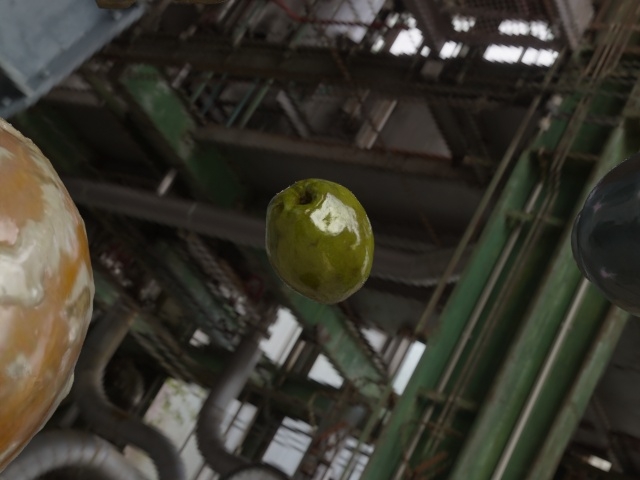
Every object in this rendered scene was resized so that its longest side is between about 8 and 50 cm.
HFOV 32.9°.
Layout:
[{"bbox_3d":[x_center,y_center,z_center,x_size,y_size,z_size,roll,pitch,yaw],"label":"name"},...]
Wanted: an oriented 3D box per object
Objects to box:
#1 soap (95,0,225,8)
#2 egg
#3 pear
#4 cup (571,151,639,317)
[{"bbox_3d":[-0.054,-0.323,1.173,0.338,0.169,0.304,23,-40,-21],"label":"soap"},{"bbox_3d":[-0.214,0.038,0.541,0.194,0.233,0.195,7,-25,3],"label":"egg"},{"bbox_3d":[0.000,0.000,1.055,0.107,0.107,0.131,10,-35,38],"label":"pear"},{"bbox_3d":[0.294,-0.005,0.925,0.199,0.199,0.150,40,-25,-22],"label":"cup"}]
